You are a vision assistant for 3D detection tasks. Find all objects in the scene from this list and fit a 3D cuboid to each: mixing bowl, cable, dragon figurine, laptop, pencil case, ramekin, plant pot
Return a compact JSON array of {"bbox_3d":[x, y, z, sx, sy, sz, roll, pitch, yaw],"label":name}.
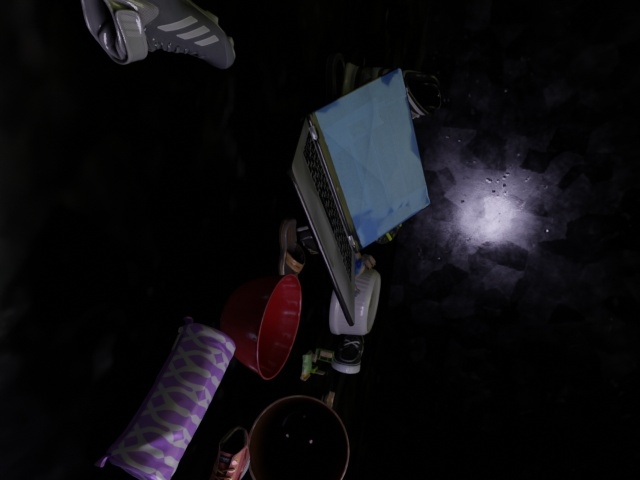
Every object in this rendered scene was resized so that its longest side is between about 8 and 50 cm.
[{"bbox_3d":[-0.111,0.139,0.735,0.181,0.098,0.182,9,90,-73],"label":"mixing bowl"},{"bbox_3d":[0.016,-0.299,1.024,0.139,0.072,0.288,-24,111,-51],"label":"cable"},{"bbox_3d":[0.070,0.043,1.273,0.289,0.143,0.085,64,25,-7],"label":"dragon figurine"},{"bbox_3d":[0.120,-0.108,0.924,0.408,0.236,0.382,-83,155,-55],"label":"laptop"},{"bbox_3d":[-0.188,0.203,0.552,0.088,0.086,0.206,45,46,-27],"label":"pencil case"},{"bbox_3d":[0.130,0.211,1.507,0.273,0.127,0.273,9,90,-73],"label":"ramekin"},{"bbox_3d":[-0.050,0.467,0.992,0.230,0.215,0.216,97,8,-75],"label":"plant pot"}]

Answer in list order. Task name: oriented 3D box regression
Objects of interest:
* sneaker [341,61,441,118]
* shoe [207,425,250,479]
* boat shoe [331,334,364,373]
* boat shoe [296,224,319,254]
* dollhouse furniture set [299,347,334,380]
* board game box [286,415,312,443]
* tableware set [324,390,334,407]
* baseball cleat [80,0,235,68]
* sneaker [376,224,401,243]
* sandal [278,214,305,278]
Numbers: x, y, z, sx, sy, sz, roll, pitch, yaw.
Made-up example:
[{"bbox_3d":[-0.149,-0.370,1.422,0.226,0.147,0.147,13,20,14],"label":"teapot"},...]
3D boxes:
[{"bbox_3d":[0.221,-0.365,1.253,0.447,0.257,0.169,20,80,-73],"label":"sneaker"},{"bbox_3d":[-0.176,0.420,0.752,0.178,0.063,0.081,-52,147,-67],"label":"shoe"},{"bbox_3d":[0.116,0.418,1.617,0.301,0.108,0.102,-8,107,-75],"label":"boat shoe"},{"bbox_3d":[0.000,0.000,1.026,0.227,0.081,0.069,13,69,-75],"label":"boat shoe"},{"bbox_3d":[-0.007,0.366,1.265,0.151,0.058,0.076,-2,101,-73],"label":"dollhouse furniture set"},{"bbox_3d":[-0.056,0.609,1.133,0.039,0.124,0.260,39,62,-69],"label":"board game box"},{"bbox_3d":[0.026,0.639,1.593,0.169,0.020,0.141,65,39,-63],"label":"tableware set"},{"bbox_3d":[-0.166,-0.217,0.438,0.110,0.072,0.206,-65,157,-2],"label":"baseball cleat"},{"bbox_3d":[0.116,-0.180,1.133,0.145,0.147,0.385,-19,114,-32],"label":"sneaker"},{"bbox_3d":[-0.058,0.033,0.929,0.072,0.048,0.180,-49,145,-59],"label":"sandal"}]
